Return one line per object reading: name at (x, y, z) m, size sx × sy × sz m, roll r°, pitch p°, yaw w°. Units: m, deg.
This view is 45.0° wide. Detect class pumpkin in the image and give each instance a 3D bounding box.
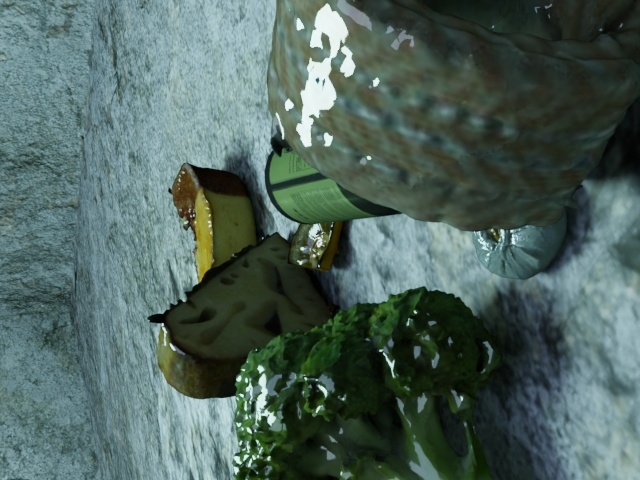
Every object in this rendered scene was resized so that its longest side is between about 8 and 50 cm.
pumpkin at (0.000, -0.001, 0.882) m, size 0.101 × 0.035 × 0.073 m, roll 12°, pitch 89°, yaw 64°

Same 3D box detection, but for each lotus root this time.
lotus root at (-0.070, 0.088, 0.880) m, size 0.170 × 0.260 × 0.074 m, roll 29°, pitch 125°, yaw 23°

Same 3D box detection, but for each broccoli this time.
broccoli at (0.073, 0.163, 0.642) m, size 0.302 × 0.186 × 0.254 m, roll -1°, pitch 89°, yaw 22°

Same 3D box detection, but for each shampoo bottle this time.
shampoo bottle at (0.044, -0.070, 0.699) m, size 0.284 × 0.101 × 0.101 m, roll 175°, pitch 91°, yaw -65°

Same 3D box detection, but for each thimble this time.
thimble at (0.079, -0.120, 0.500) m, size 0.148 × 0.229 × 0.196 m, roll 105°, pitch -171°, yaw -48°

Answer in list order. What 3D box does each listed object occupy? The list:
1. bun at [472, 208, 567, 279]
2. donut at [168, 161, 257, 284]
bun at (0.141, -0.011, 0.565) m, size 0.083 × 0.045 × 0.083 m, roll 20°, pitch 113°, yaw 58°
donut at (-0.148, -0.026, 1.126) m, size 0.141 × 0.085 × 0.217 m, roll -55°, pitch 46°, yaw 52°
